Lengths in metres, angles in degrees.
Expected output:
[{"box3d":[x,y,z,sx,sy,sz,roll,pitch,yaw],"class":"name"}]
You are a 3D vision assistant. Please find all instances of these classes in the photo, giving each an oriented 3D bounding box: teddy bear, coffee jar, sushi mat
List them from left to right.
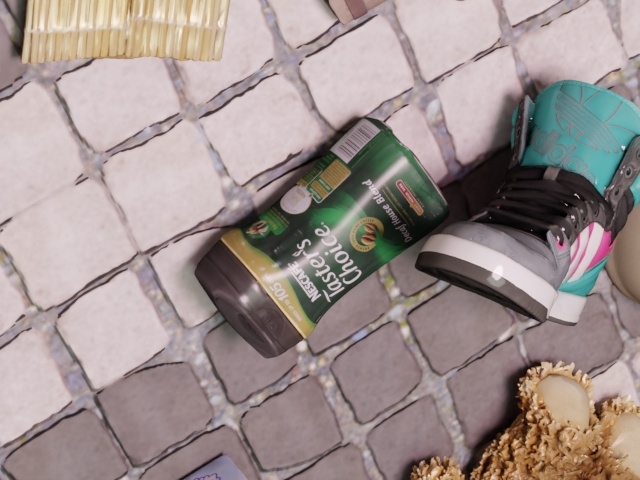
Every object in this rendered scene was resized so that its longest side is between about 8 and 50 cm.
[{"box3d":[-0.114,-0.269,1.265,0.151,0.019,0.316,-1,113,-25],"class":"sushi mat"},{"box3d":[0.000,0.000,1.414,0.184,0.079,0.096,-40,124,-3],"class":"coffee jar"},{"box3d":[0.161,0.262,1.618,0.245,0.113,0.338,10,101,-37],"class":"teddy bear"}]

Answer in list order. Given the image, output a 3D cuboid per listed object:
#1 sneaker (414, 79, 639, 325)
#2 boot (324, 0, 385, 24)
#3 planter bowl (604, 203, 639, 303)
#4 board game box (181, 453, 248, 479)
[{"box3d":[0.170,-0.034,1.407,0.178,0.124,0.295,-68,164,3],"class":"sneaker"},{"box3d":[0.045,-0.189,1.374,0.087,0.042,0.118,-43,124,6],"class":"boot"},{"box3d":[0.328,0.004,1.560,0.162,0.109,0.162,-11,119,-22],"class":"planter bowl"},{"box3d":[-0.141,0.378,1.533,0.318,0.066,0.318,-30,123,-11],"class":"board game box"}]
